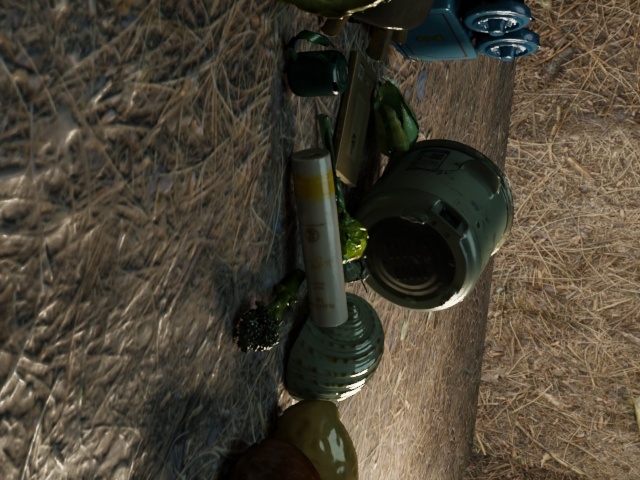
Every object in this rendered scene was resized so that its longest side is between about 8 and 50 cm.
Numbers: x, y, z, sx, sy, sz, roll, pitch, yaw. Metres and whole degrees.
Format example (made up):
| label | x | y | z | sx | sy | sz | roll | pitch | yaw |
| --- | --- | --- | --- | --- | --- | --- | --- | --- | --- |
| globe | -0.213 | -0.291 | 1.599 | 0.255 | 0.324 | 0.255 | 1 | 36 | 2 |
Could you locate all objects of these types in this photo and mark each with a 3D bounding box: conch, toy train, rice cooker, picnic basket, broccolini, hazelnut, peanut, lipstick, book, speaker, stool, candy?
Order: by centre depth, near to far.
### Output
| label | x | y | z | sx | sy | sz | roll | pitch | yaw |
| --- | --- | --- | --- | --- | --- | --- | --- | --- | --- |
| speaker | -0.007 | -0.236 | 1.201 | 0.060 | 0.075 | 0.094 | -55 | 140 | -53 |
| hazelnut | -0.068 | 0.348 | 1.245 | 0.154 | 0.143 | 0.143 | -45 | 145 | -34 |
| broccolini | -0.063 | 0.082 | 1.266 | 0.067 | 0.058 | 0.216 | -44 | -172 | 27 |
| stool | 0.060 | -0.348 | 1.279 | 0.153 | 0.228 | 0.139 | 62 | -38 | 41 |
| lipstick | 0.000 | 0.000 | 1.320 | 0.059 | 0.059 | 0.264 | -49 | 137 | -58 |
| candy | 0.024 | -0.075 | 1.415 | 0.077 | 0.073 | 0.262 | -46 | 137 | -43 |
| peanut | -0.007 | 0.392 | 1.436 | 0.147 | 0.147 | 0.319 | -53 | 139 | -55 |
| conch | 0.033 | 0.181 | 1.456 | 0.172 | 0.131 | 0.200 | -61 | 153 | -47 |
| book | 0.056 | -0.197 | 1.507 | 0.138 | 0.016 | 0.199 | 30 | 70 | -71 |
| picnic basket | 0.040 | 0.058 | 1.526 | 0.083 | 0.065 | 0.083 | -50 | 129 | -57 |
| toy train | 0.234 | -0.408 | 1.539 | 0.300 | 0.265 | 0.188 | 15 | 75 | -71 |
| conch | 0.124 | -0.209 | 1.614 | 0.170 | 0.079 | 0.106 | 56 | 36 | -57 |
| rice cooker | 0.203 | -0.033 | 1.654 | 0.317 | 0.264 | 0.316 | -51 | 179 | -1 |

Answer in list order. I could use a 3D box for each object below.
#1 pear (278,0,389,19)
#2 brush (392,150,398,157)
| label | x | y | z | sx | sy | sz | roll | pitch | yaw |
| --- | --- | --- | --- | --- | --- | --- | --- | --- | --- |
| pear | 0.056 | -0.419 | 1.093 | 0.238 | 0.164 | 0.255 | 117 | -9 | -47 |
| brush | 0.157 | -0.174 | 1.830 | 0.063 | 0.016 | 0.193 | 22 | 79 | -73 |
